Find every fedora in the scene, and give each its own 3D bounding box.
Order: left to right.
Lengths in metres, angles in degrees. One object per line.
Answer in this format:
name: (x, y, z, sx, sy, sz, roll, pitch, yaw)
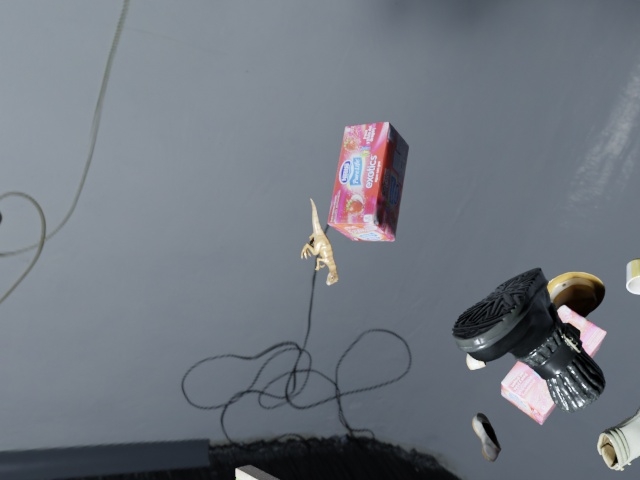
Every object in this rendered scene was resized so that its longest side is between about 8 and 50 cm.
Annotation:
fedora: (0.782, 0.188, 1.831, 0.194, 0.079, 0.194, 3, 122, 5)

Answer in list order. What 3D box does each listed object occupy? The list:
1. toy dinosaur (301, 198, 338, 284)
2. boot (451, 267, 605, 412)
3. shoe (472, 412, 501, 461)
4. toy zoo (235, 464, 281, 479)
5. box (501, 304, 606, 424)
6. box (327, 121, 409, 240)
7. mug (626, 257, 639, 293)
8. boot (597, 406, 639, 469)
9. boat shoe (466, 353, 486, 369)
toy dinosaur: (0.000, 0.000, 1.434, 0.064, 0.112, 0.212, -24, 98, -36)
boot: (0.399, 0.213, 1.102, 0.348, 0.131, 0.260, -22, 85, -49)
shoe: (0.592, 0.680, 2.098, 0.076, 0.219, 0.058, 21, 114, -9)
toy zoo: (-0.066, 0.501, 0.864, 0.030, 0.192, 0.293, 3, 86, -38)
box: (0.666, 0.356, 1.711, 0.300, 0.142, 0.154, -48, 150, -11)
box: (0.117, -0.136, 1.415, 0.128, 0.122, 0.257, 32, 64, -54)
mug: (0.700, 0.070, 1.290, 0.062, 0.064, 0.078, 36, 134, -21)
boot: (0.695, 0.451, 1.305, 0.165, 0.077, 0.213, -31, 121, -10)
boat shoe: (0.489, 0.316, 1.808, 0.063, 0.059, 0.170, 50, 44, -34)
